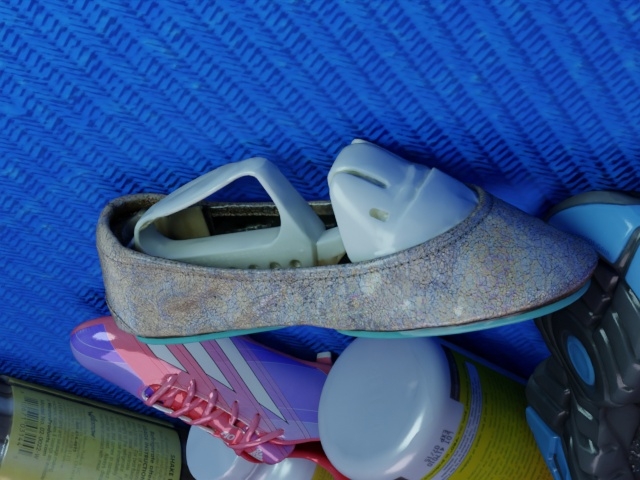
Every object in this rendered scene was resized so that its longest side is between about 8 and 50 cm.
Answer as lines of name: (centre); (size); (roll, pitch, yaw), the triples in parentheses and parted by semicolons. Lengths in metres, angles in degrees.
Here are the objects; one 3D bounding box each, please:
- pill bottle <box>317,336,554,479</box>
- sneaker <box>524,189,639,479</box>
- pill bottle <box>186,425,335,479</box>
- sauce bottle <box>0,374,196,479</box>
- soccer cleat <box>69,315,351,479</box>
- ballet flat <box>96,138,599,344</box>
pill bottle: (0.107, 0.145, 1.366); (0.117, 0.117, 0.215); (-17, 148, 40)
sneaker: (0.210, 0.056, 1.194); (0.140, 0.125, 0.341); (-21, 154, -8)
pill bottle: (-0.011, 0.178, 1.481); (0.184, 0.103, 0.103); (24, 150, -36)
sauce bottle: (-0.152, 0.197, 1.542); (0.344, 0.111, 0.111); (20, 152, -27)
soccer cleat: (-0.064, 0.113, 1.356); (0.248, 0.095, 0.083); (17, 151, -28)
ballet flat: (0.000, 0.000, 1.089); (0.316, 0.107, 0.106); (-7, 115, 25)
